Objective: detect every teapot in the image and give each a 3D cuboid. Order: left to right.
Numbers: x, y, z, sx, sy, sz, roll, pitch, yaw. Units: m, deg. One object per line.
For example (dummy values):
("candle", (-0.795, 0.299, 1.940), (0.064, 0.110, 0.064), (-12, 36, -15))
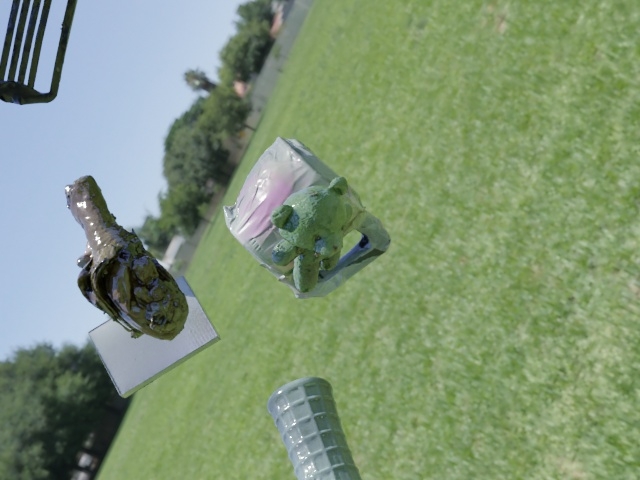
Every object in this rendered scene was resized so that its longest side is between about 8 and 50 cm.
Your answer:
("teapot", (-0.031, -0.029, 1.310), (0.178, 0.221, 0.163), (-48, 45, 5))

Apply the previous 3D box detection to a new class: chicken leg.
("chicken leg", (-0.210, 0.023, 0.920), (0.080, 0.196, 0.125), (-35, 3, -3))

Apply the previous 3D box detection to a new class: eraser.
("eraser", (-0.222, 0.126, 1.188), (0.150, 0.104, 0.023), (-31, -20, -5))

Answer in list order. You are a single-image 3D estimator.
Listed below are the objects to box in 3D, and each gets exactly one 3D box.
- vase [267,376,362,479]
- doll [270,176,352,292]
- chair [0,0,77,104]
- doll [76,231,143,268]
("vase", (0.009, 0.363, 1.375), (0.143, 0.143, 0.299), (-58, 42, 39))
("doll", (0.000, 0.000, 0.996), (0.115, 0.077, 0.150), (-34, -30, -19))
("chair", (-0.239, -0.230, 0.775), (0.101, 0.084, 0.212), (-100, 26, -66))
("doll", (-0.294, 0.022, 1.210), (0.084, 0.073, 0.127), (-19, 3, -36))
